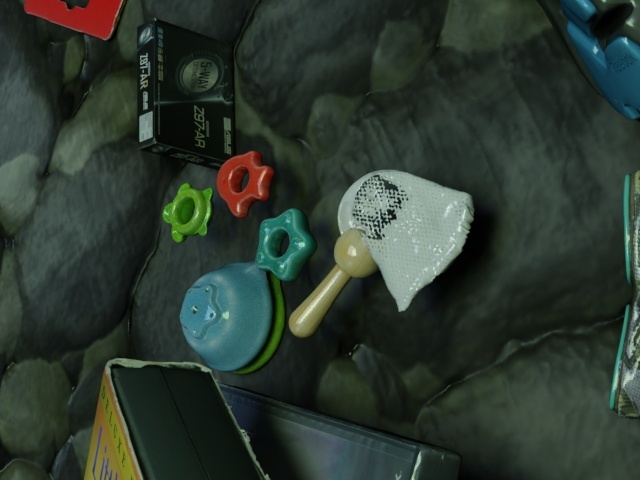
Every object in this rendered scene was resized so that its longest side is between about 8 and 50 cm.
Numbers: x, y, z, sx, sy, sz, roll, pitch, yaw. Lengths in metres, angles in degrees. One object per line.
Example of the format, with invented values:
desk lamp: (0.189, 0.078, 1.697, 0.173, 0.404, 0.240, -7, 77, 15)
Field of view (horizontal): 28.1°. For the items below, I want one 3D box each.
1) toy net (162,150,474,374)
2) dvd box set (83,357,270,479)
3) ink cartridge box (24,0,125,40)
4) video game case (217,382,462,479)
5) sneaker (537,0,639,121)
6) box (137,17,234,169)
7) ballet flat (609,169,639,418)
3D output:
toy net: (0.000, 0.000, 0.730, 0.232, 0.045, 0.122, -17, 67, 39)
dvd box set: (-0.081, 0.310, 0.593, 0.307, 0.062, 0.420, -129, 48, -59)
ink cartridge box: (-0.181, -0.276, 0.938, 0.134, 0.078, 0.231, 24, 98, 44)
video game case: (-0.025, 0.181, 0.642, 0.274, 0.026, 0.196, 0, 74, 66)
sneaker: (0.121, -0.190, 0.628, 0.140, 0.125, 0.341, -36, 51, 1)
box: (-0.085, -0.092, 0.813, 0.018, 0.067, 0.083, -16, 69, 42)
ballet flat: (0.155, 0.025, 0.584, 0.041, 0.041, 0.114, -1, 80, 44)
